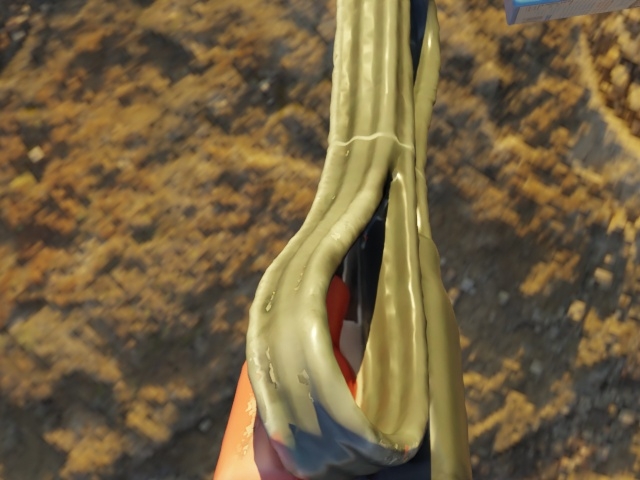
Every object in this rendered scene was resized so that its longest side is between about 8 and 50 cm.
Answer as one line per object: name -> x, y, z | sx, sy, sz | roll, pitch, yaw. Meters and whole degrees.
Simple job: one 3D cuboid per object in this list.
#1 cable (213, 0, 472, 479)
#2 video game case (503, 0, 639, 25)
cable -> 0.000, 0.000, 0.541 | 0.072, 0.287, 0.139 | -14, 143, 15
video game case -> 0.162, -0.113, 0.735 | 0.166, 0.119, 0.015 | -7, 93, 5
